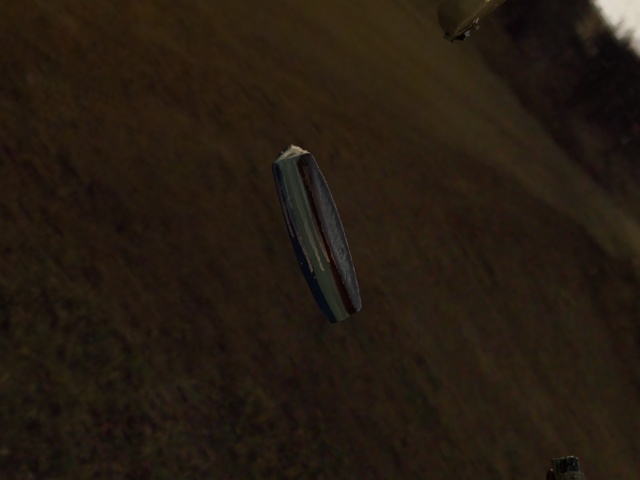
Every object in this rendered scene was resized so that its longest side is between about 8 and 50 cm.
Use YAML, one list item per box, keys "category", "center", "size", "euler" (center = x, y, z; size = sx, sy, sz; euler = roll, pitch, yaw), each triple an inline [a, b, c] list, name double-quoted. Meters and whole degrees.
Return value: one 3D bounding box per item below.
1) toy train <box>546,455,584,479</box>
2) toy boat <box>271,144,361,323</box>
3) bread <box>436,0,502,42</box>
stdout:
- category: "toy train"
  center: [0.343, 0.408, 1.535]
  size: [0.085, 0.053, 0.250]
  euler: [101, -9, -59]
- category: "toy boat"
  center: [0.000, 0.000, 1.302]
  size: [0.080, 0.045, 0.229]
  euler: [-52, 131, -50]
- category: "bread"
  center: [0.231, -0.313, 1.156]
  size: [0.054, 0.316, 0.316]
  euler: [50, 15, -1]
